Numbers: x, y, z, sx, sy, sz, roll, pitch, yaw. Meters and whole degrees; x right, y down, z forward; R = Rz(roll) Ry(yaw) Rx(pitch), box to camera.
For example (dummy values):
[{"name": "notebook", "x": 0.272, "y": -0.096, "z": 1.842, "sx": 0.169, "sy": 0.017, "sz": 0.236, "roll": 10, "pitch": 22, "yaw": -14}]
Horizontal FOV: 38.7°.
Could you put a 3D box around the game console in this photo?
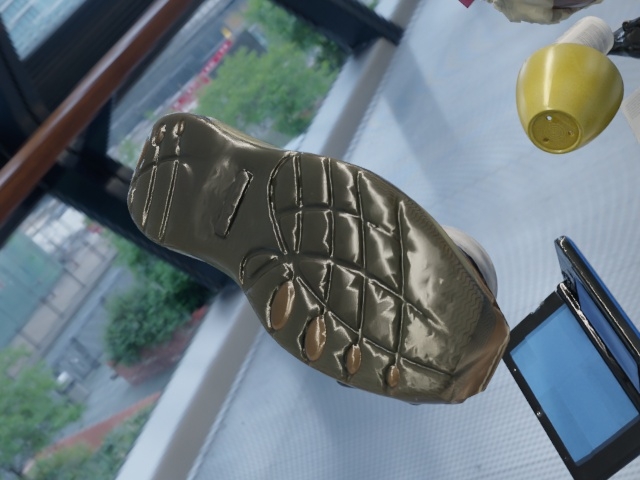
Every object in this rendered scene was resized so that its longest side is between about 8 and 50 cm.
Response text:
[{"name": "game console", "x": 0.383, "y": 0.186, "z": 1.370, "sx": 0.173, "sy": 0.250, "sz": 0.293, "roll": -30, "pitch": 54, "yaw": 3}]

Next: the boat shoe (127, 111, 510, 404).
[{"name": "boat shoe", "x": 0.000, "y": 0.000, "z": 0.625, "sx": 0.324, "sy": 0.120, "sz": 0.123, "roll": 34, "pitch": 100, "yaw": 39}]

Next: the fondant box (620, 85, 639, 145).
[{"name": "fondant box", "x": 0.645, "y": -0.150, "z": 1.423, "sx": 0.238, "sy": 0.096, "sz": 0.330, "roll": -48, "pitch": 53, "yaw": 49}]

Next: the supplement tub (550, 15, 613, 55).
[{"name": "supplement tub", "x": 0.399, "y": -0.294, "z": 1.417, "sx": 0.107, "sy": 0.071, "sz": 0.071, "roll": -40, "pitch": 13, "yaw": -26}]

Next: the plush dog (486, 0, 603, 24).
[{"name": "plush dog", "x": 0.104, "y": -0.264, "z": 0.382, "sx": 0.262, "sy": 0.210, "sz": 0.225, "roll": -44, "pitch": -28, "yaw": -8}]

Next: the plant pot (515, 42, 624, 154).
[{"name": "plant pot", "x": 0.299, "y": -0.162, "z": 1.128, "sx": 0.134, "sy": 0.134, "sz": 0.095, "roll": -28, "pitch": 24, "yaw": 44}]

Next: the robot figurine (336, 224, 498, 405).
[{"name": "robot figurine", "x": 0.117, "y": 0.089, "z": 1.184, "sx": 0.278, "sy": 0.173, "sz": 0.209, "roll": -38, "pitch": -21, "yaw": -47}]

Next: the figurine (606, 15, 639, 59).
[{"name": "figurine", "x": 0.488, "y": -0.402, "z": 1.593, "sx": 0.209, "sy": 0.215, "sz": 0.092, "roll": -5, "pitch": 35, "yaw": 52}]

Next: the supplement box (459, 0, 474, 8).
[{"name": "supplement box", "x": 0.310, "y": -0.521, "z": 1.867, "sx": 0.083, "sy": 0.055, "sz": 0.043, "roll": -44, "pitch": -4, "yaw": -43}]
